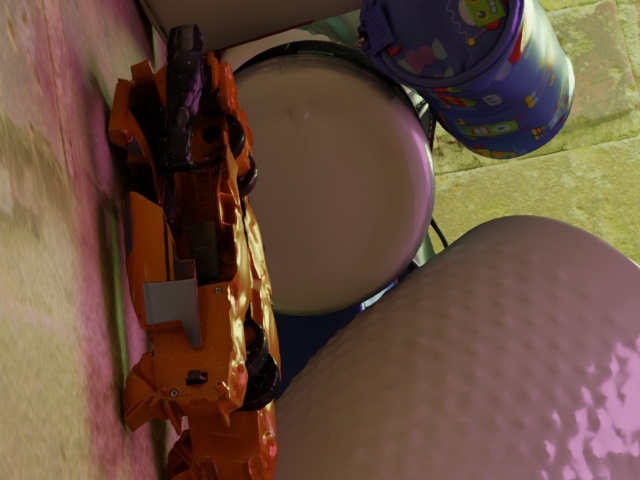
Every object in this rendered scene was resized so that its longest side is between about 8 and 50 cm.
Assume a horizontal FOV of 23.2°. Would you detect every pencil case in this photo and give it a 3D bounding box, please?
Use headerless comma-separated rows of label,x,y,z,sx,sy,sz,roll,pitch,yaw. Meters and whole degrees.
pencil case,0.120,-0.146,1.241,0.306,0.133,0.119,23,58,-71

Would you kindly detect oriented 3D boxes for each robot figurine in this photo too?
robot figurine,-0.079,0.006,0.990,0.211,0.085,0.291,75,6,-55

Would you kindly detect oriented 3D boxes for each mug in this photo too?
mug,0.130,0.210,1.175,0.374,0.328,0.276,48,-36,10

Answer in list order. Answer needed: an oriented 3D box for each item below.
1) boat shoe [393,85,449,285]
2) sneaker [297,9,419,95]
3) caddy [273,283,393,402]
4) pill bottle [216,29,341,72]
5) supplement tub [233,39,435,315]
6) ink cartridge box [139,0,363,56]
boat shoe,0.090,0.057,1.807,0.187,0.156,0.500,-20,119,-65
sneaker,0.006,-0.252,1.518,0.366,0.135,0.150,46,-36,5
caddy,0.026,0.174,1.486,0.241,0.179,0.341,39,36,-49
pill bottle,-0.030,-0.224,1.762,0.318,0.176,0.176,-94,173,-61
supplement tub,-0.009,-0.066,1.349,0.338,0.207,0.207,-81,160,-79
ink cartridge box,-0.049,-0.324,1.299,0.131,0.226,0.306,58,19,-53
